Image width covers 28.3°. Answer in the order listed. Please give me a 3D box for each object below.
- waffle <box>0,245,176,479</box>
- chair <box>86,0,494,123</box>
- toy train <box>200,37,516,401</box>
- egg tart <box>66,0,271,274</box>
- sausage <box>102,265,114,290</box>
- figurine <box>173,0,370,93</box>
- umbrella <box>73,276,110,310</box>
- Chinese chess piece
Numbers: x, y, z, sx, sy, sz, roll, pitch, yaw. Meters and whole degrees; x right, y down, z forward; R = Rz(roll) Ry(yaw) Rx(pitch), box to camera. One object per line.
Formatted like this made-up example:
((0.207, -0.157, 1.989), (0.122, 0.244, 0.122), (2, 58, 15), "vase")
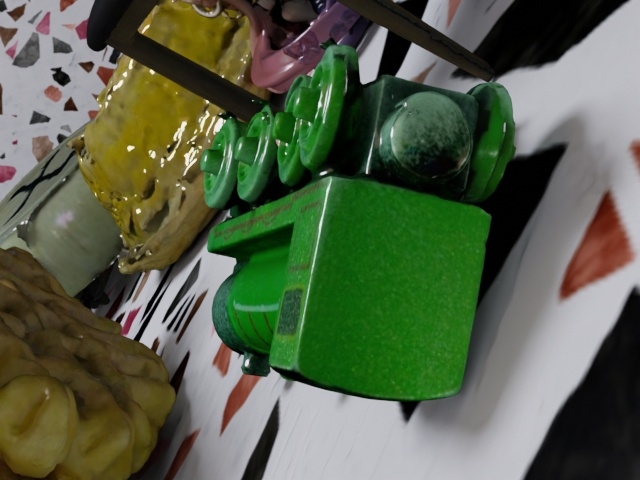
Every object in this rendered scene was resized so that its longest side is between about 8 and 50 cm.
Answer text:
((-0.220, 0.080, 0.745), (0.151, 0.261, 0.324), (-53, 18, 4), "waffle")
((-0.045, -0.180, 0.590), (0.166, 0.272, 0.188), (-30, 34, 63), "chair")
((0.000, 0.000, 0.505), (0.251, 0.085, 0.119), (162, 119, -75), "toy train")
((-0.115, -0.121, 1.036), (0.315, 0.120, 0.315), (-56, 16, 26), "egg tart")
((-0.223, 0.000, 1.375), (0.024, 0.024, 0.132), (-41, 26, 55), "sausage")
((-0.037, -0.167, 0.823), (0.126, 0.157, 0.114), (-64, -8, 12), "figurine")
((-0.236, 0.031, 1.300), (0.044, 0.044, 0.269), (-34, 23, 5), "umbrella")
((-0.244, -0.027, 1.242), (0.237, 0.092, 0.238), (-36, 19, 15), "Chinese chess piece")
